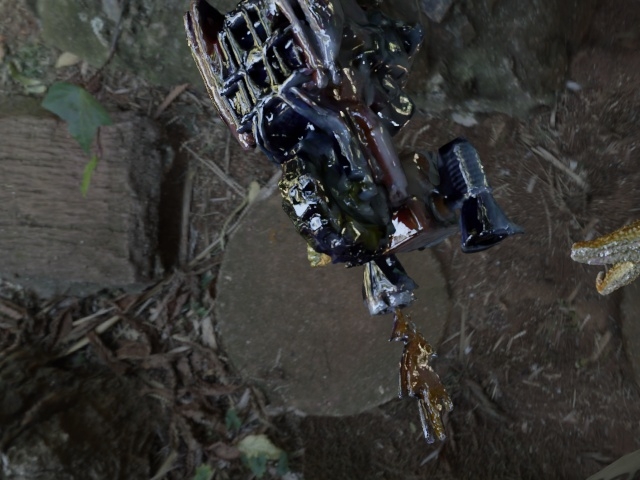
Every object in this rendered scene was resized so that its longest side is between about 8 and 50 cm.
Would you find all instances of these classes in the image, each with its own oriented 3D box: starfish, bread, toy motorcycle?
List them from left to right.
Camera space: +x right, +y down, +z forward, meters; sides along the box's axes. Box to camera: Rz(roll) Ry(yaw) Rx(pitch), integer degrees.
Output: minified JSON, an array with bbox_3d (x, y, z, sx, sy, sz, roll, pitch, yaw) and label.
[{"bbox_3d":[0.000,0.000,0.966,0.034,0.049,0.087,34,142,37],"label":"bread"},{"bbox_3d":[0.032,-0.063,0.456,0.134,0.207,0.400,-34,72,34],"label":"toy motorcycle"},{"bbox_3d":[0.337,-0.023,0.585,0.043,0.228,0.240,66,155,23],"label":"starfish"}]

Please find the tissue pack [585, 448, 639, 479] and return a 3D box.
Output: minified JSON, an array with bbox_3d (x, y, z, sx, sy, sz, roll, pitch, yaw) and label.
[{"bbox_3d":[0.269,0.254,0.447,0.195,0.390,0.375,59,150,10],"label":"tissue pack"}]
